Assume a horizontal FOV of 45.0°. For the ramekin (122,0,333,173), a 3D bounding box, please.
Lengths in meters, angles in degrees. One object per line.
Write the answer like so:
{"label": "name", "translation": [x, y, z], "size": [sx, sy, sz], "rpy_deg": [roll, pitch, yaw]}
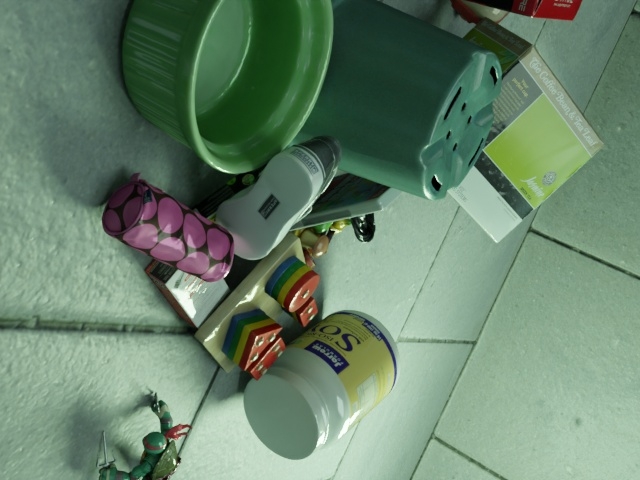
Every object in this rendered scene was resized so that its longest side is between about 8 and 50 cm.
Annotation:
{"label": "ramekin", "translation": [-0.128, -0.260, 1.070], "size": [0.303, 0.148, 0.304], "rpy_deg": [-42, 147, -36]}

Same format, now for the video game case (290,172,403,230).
{"label": "video game case", "translation": [0.068, -0.094, 1.480], "size": [0.204, 0.285, 0.025], "rpy_deg": [-41, 110, -38]}

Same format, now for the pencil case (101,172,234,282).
{"label": "pencil case", "translation": [-0.217, -0.014, 1.150], "size": [0.209, 0.095, 0.098], "rpy_deg": [36, 54, -49]}

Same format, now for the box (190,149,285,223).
{"label": "box", "translation": [-0.125, -0.063, 1.305], "size": [0.207, 0.036, 0.114], "rpy_deg": [-37, 149, -5]}

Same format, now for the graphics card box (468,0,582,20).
{"label": "graphics card box", "translation": [0.245, -0.465, 1.319], "size": [0.232, 0.370, 0.094], "rpy_deg": [-23, 133, -55]}

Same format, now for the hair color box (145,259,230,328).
{"label": "hair color box", "translation": [-0.222, 0.069, 1.310], "size": [0.093, 0.053, 0.167], "rpy_deg": [-51, 153, -20]}

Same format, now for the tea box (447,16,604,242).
{"label": "tea box", "translation": [0.375, -0.239, 1.689], "size": [0.323, 0.220, 0.329], "rpy_deg": [-42, 124, 10]}

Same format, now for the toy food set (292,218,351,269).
{"label": "toy food set", "translation": [0.000, 0.000, 1.634], "size": [0.218, 0.071, 0.128], "rpy_deg": [-45, 148, -33]}

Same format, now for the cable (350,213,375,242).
{"label": "cable", "translation": [0.102, -0.080, 1.701], "size": [0.184, 0.047, 0.151], "rpy_deg": [-59, 140, -66]}

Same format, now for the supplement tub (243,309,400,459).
{"label": "supplement tub", "translation": [0.007, 0.322, 1.751], "size": [0.331, 0.241, 0.241], "rpy_deg": [-29, 138, -50]}

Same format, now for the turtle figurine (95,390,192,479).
{"label": "turtle figurine", "translation": [-0.310, 0.389, 1.383], "size": [0.175, 0.118, 0.234], "rpy_deg": [-39, 150, -41]}

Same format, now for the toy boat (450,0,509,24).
{"label": "toy boat", "translation": [0.368, -0.559, 1.759], "size": [0.231, 0.151, 0.151], "rpy_deg": [-46, 179, -30]}

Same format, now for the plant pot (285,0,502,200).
{"label": "plant pot", "translation": [0.098, -0.241, 1.297], "size": [0.341, 0.334, 0.341], "rpy_deg": [-43, 148, -35]}

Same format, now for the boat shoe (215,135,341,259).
{"label": "boat shoe", "translation": [-0.064, -0.067, 1.178], "size": [0.102, 0.108, 0.301], "rpy_deg": [-40, 177, -37]}

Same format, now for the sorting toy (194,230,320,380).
{"label": "sorting toy", "translation": [-0.098, 0.145, 1.478], "size": [0.257, 0.089, 0.255], "rpy_deg": [-48, 163, -14]}
